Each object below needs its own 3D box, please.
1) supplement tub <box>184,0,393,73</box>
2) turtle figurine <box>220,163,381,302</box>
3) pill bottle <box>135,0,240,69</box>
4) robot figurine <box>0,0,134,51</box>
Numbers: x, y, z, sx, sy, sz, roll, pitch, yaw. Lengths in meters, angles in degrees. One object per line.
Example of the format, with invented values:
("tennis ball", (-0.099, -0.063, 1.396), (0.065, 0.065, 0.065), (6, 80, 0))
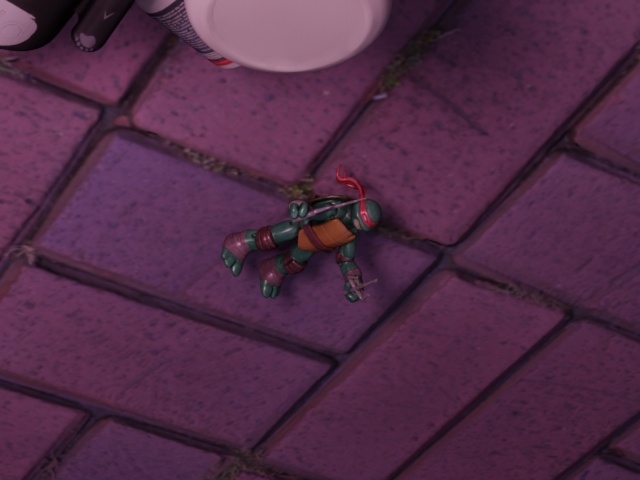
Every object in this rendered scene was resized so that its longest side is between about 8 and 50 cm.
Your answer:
("supplement tub", (-0.029, -0.313, 1.414), (0.191, 0.272, 0.191), (0, 150, 0))
("turtle figurine", (0.000, 0.000, 1.879), (0.234, 0.118, 0.175), (-20, 122, 33))
("pill bottle", (-0.137, -0.270, 1.583), (0.108, 0.108, 0.180), (-36, 131, 25))
("robot figurine", (-0.291, -0.302, 1.485), (0.209, 0.174, 0.278), (23, 128, -33))
